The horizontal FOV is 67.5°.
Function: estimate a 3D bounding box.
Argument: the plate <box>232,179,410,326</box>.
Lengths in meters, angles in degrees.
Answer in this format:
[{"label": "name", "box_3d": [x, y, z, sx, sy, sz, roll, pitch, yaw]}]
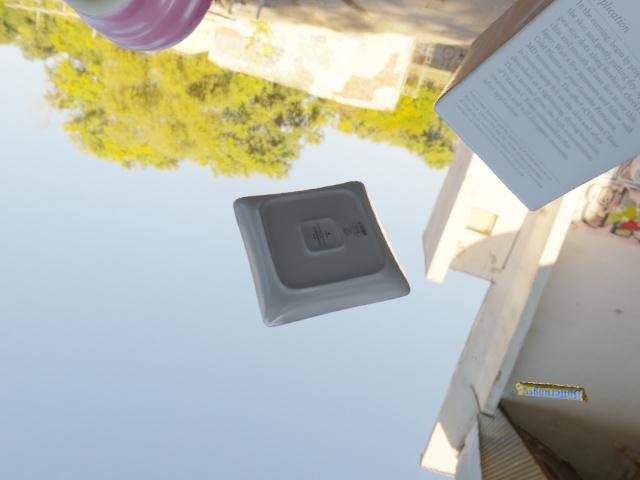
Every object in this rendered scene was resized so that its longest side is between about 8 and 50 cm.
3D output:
[{"label": "plate", "box_3d": [0.000, 0.000, 0.883, 0.278, 0.045, 0.277, -10, -122, -16]}]

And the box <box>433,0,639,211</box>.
[{"label": "box", "box_3d": [0.311, -0.219, 0.462, 0.168, 0.345, 0.215, 44, -134, -9]}]

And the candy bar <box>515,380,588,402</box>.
[{"label": "candy bar", "box_3d": [0.533, 0.349, 1.107, 0.161, 0.040, 0.018, -10, -166, 46]}]

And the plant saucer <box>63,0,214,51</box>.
[{"label": "plant saucer", "box_3d": [-0.252, -0.401, 0.567, 0.332, 0.332, 0.084, 26, -147, 23]}]
